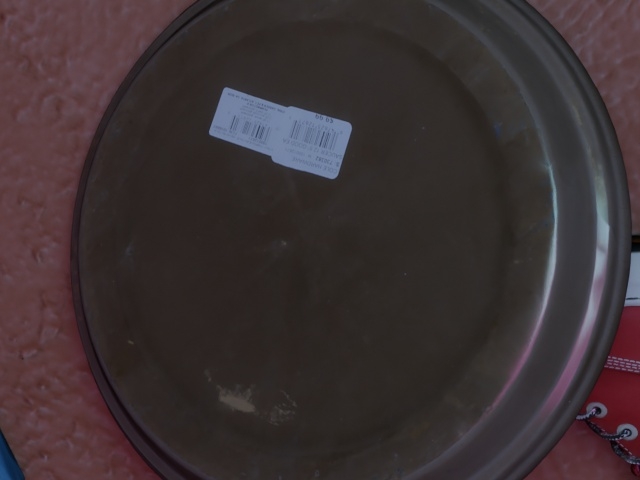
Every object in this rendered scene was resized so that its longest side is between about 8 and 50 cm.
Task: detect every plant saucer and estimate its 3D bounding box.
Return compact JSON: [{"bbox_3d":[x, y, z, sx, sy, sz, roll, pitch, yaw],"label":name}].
[{"bbox_3d":[0.000,0.000,0.881,0.278,0.041,0.277,-3,83,26],"label":"plant saucer"}]

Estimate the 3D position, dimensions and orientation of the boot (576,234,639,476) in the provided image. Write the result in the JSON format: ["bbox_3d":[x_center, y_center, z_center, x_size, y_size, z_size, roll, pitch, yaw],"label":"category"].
[{"bbox_3d":[0.132,0.085,0.925,0.244,0.088,0.176,0,98,-2],"label":"boot"}]

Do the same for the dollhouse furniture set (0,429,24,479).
[{"bbox_3d":[-0.142,0.152,0.909,0.129,0.129,0.183,-26,94,3],"label":"dollhouse furniture set"}]
